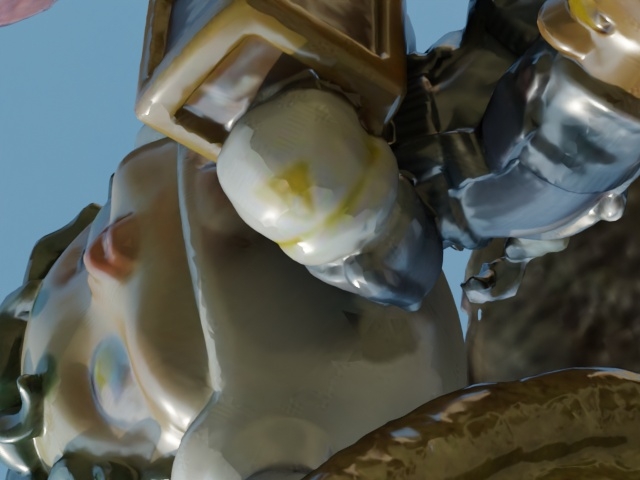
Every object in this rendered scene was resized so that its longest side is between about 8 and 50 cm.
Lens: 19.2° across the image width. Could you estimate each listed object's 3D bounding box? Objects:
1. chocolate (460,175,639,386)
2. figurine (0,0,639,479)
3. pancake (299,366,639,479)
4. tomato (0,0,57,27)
[{"bbox_3d":[0.242,0.060,0.962,0.303,0.213,0.303,-7,-104,27],"label":"chocolate"},{"bbox_3d":[-0.002,0.002,0.664,0.186,0.382,0.261,26,-141,-15],"label":"figurine"},{"bbox_3d":[0.103,0.135,0.454,0.286,0.033,0.288,32,-140,25],"label":"pancake"},{"bbox_3d":[-0.194,-0.293,1.081,0.289,0.176,0.335,47,-136,-15],"label":"tomato"}]
